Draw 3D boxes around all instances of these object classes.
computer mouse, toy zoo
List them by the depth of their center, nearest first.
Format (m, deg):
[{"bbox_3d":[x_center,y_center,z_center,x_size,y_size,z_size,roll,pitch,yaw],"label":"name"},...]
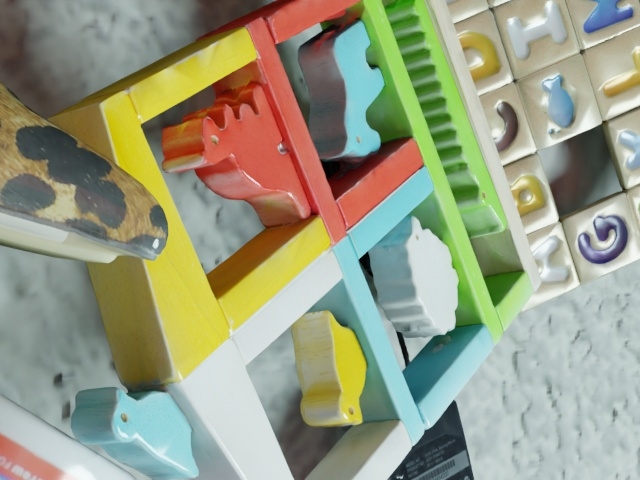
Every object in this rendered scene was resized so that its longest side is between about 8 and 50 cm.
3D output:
[{"bbox_3d":[0.000,0.000,0.518,0.293,0.030,0.192,-40,113,-51],"label":"toy zoo"},{"bbox_3d":[0.030,0.060,0.609,0.071,0.041,0.242,-12,92,-48],"label":"computer mouse"}]

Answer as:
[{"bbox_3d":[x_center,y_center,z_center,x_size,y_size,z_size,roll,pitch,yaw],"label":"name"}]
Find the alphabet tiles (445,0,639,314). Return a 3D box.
[{"bbox_3d":[0.152,-0.105,0.654,0.198,0.009,0.237,-24,106,-10],"label":"alphabet tiles"}]

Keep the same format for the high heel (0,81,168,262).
[{"bbox_3d":[-0.137,-0.112,0.402,0.261,0.093,0.186,24,82,8],"label":"high heel"}]

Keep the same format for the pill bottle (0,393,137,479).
[{"bbox_3d":[-0.169,0.152,0.435,0.124,0.124,0.221,38,74,-28],"label":"pill bottle"}]
